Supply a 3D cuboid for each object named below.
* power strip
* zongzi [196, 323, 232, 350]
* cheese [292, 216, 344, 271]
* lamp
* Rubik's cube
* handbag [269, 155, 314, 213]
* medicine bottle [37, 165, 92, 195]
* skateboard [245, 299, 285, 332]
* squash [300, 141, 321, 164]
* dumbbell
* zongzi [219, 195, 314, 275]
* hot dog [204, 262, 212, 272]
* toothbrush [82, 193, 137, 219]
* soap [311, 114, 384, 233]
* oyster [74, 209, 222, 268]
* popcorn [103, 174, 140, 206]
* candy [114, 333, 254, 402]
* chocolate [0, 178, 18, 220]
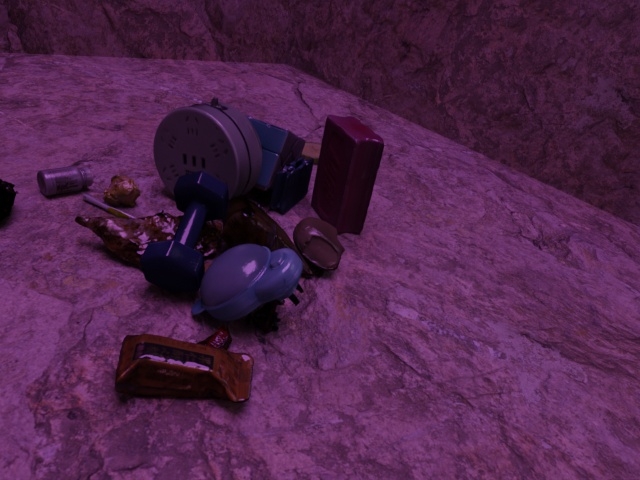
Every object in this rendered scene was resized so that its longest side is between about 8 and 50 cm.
[{"bbox_3d":[-0.370,-0.287,1.501,0.357,0.358,0.161,24,29,15],"label":"power strip"},{"bbox_3d":[-0.227,0.241,1.017,0.083,0.067,0.073,-28,60,-25],"label":"zongzi"},{"bbox_3d":[0.000,0.000,1.417,0.175,0.091,0.202,39,19,-2],"label":"cheese"},{"bbox_3d":[-0.173,0.093,1.100,0.283,0.147,0.209,-3,40,19],"label":"lamp"},{"bbox_3d":[-0.219,-0.315,1.683,0.224,0.231,0.221,23,6,13],"label":"Rubik's cube"},{"bbox_3d":[-0.104,-0.212,1.675,0.062,0.179,0.229,23,33,12],"label":"handbag"},{"bbox_3d":[-0.795,-0.189,1.426,0.079,0.079,0.140,34,36,30],"label":"medicine bottle"},{"bbox_3d":[-0.137,0.170,1.155,0.080,0.067,0.151,6,34,2],"label":"skateboard"},{"bbox_3d":[-0.028,-0.421,2.183,0.219,0.041,0.219,11,30,-7],"label":"squash"},{"bbox_3d":[-0.344,-0.027,1.194,0.160,0.144,0.325,32,46,-25],"label":"dumbbell"},{"bbox_3d":[-0.159,-0.006,1.398,0.299,0.138,0.286,32,9,-19],"label":"zongzi"},{"bbox_3d":[-0.314,0.087,1.235,0.034,0.030,0.090,22,31,14],"label":"hot dog"},{"bbox_3d":[-0.619,-0.088,1.396,0.262,0.022,0.026,24,20,14],"label":"toothbrush"},{"bbox_3d":[0.086,-0.228,1.609,0.127,0.360,0.233,-5,36,-25],"label":"soap"},{"bbox_3d":[-0.446,-0.008,1.265,0.395,0.111,0.204,-4,38,-35],"label":"oyster"},{"bbox_3d":[-0.624,-0.158,1.441,0.089,0.109,0.097,24,51,-54],"label":"popcorn"},{"bbox_3d":[-0.264,0.260,0.914,0.271,0.101,0.143,12,28,-16],"label":"candy"},{"bbox_3d":[-0.894,-0.117,1.239,0.156,0.156,0.133,9,12,-10],"label":"chocolate"}]
